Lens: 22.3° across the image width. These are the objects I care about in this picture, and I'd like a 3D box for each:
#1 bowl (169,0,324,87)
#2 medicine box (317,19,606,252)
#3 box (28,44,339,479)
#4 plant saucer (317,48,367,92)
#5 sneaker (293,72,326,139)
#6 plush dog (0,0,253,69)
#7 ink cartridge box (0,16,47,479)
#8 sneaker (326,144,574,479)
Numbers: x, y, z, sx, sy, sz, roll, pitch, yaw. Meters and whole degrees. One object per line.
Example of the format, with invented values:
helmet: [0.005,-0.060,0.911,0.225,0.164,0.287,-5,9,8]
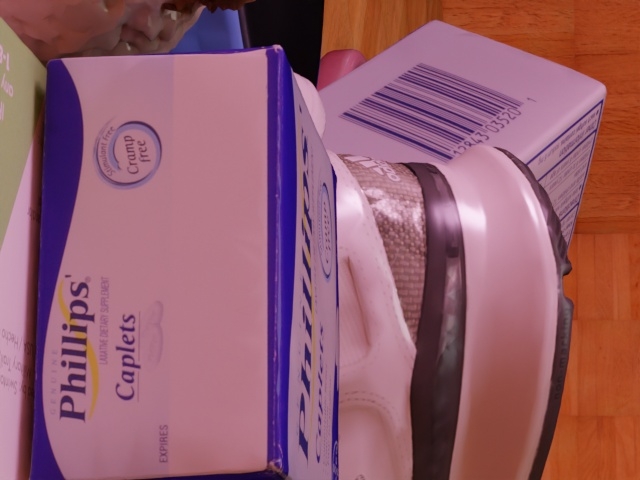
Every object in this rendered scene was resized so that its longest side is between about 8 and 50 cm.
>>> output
bowl: [-0.059,-0.233,1.098,0.391,0.077,0.391,-1,90,-81]
medicine box: [0.053,0.036,1.122,0.263,0.149,0.289,-38,145,-48]
box: [-0.036,0.021,0.511,0.137,0.072,0.126,60,29,-74]
plant saucer: [0.000,0.000,1.423,0.332,0.084,0.332,-1,90,-81]
sneaker: [-0.071,-0.061,0.893,0.212,0.080,0.094,-45,122,-47]
plush dog: [-0.097,-0.155,0.519,0.211,0.262,0.225,-20,98,-46]
ink cartridge box: [-0.140,0.118,0.448,0.207,0.119,0.353,60,30,-74]
sneaker: [-0.054,0.172,0.716,0.169,0.258,0.447,-137,-129,-67]
